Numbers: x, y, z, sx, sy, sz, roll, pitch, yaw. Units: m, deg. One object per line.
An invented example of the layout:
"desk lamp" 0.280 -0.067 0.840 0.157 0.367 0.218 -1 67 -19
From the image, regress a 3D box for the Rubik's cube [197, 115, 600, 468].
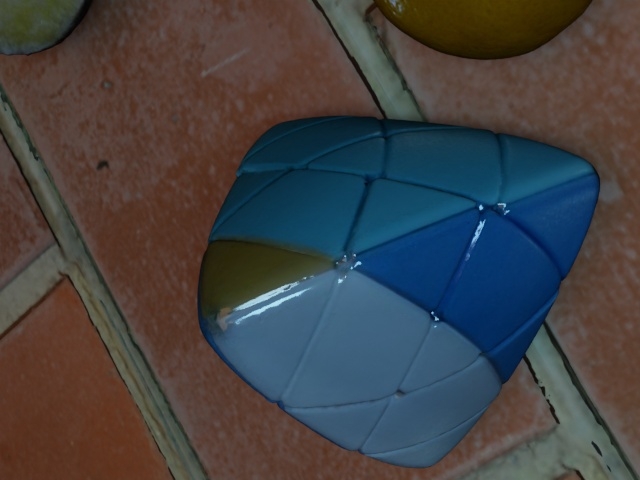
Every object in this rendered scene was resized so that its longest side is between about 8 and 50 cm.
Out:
"Rubik's cube" 0.000 0.000 0.792 0.254 0.254 0.254 7 103 35

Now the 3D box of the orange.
"orange" 0.095 -0.183 0.749 0.156 0.124 0.156 12 119 22

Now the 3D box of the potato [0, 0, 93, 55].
"potato" -0.261 -0.277 1.002 0.299 0.116 0.239 34 123 15
